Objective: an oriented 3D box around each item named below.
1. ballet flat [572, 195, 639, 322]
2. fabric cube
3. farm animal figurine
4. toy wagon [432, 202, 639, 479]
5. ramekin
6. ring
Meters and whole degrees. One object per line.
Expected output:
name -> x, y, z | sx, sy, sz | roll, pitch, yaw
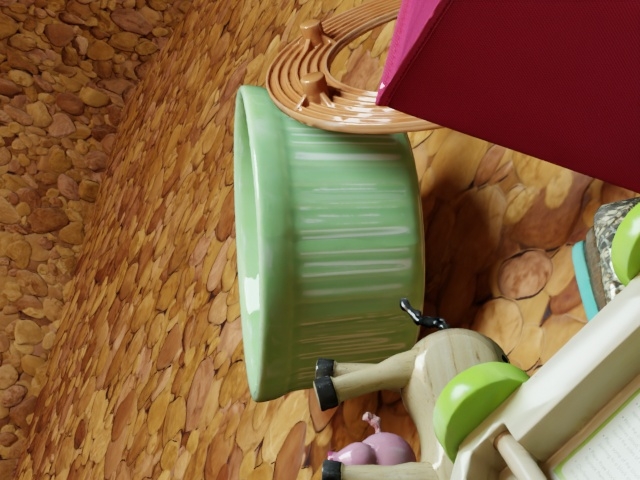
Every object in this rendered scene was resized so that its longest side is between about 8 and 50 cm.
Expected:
ballet flat -> 0.228, 0.148, 0.465 | 0.182, 0.164, 0.483 | -20, 43, 28
fabric cube -> 0.211, -0.199, 0.606 | 0.254, 0.258, 0.259 | 124, 163, -68
farm animal figurine -> 0.099, 0.240, 0.557 | 0.327, 0.172, 0.330 | -92, -4, -63
toy wagon -> 0.184, 0.072, 0.369 | 0.344, 0.068, 0.267 | -45, 28, 8
ramekin -> 0.000, 0.000, 0.975 | 0.303, 0.148, 0.304 | 177, 90, -82
ring -> 0.112, -0.185, 0.891 | 0.336, 0.032, 0.337 | -12, 30, 7
